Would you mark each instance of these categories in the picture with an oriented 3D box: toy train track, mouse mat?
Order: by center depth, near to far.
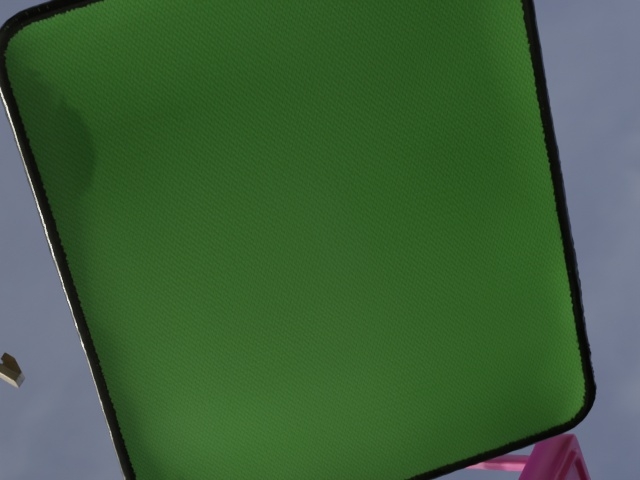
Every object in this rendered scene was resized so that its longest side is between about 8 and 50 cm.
[{"bbox_3d":[0.000,0.000,0.556,0.152,0.007,0.190,-17,-60,-8],"label":"mouse mat"},{"bbox_3d":[-0.135,0.023,0.650,0.083,0.048,0.014,30,-106,9],"label":"toy train track"}]

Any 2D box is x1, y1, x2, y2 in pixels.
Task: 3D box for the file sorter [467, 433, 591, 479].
[{"bbox_3d":[0.020,0.259,0.888,0.291,0.182,0.202,-55,-47,-46],"label":"file sorter"}]
